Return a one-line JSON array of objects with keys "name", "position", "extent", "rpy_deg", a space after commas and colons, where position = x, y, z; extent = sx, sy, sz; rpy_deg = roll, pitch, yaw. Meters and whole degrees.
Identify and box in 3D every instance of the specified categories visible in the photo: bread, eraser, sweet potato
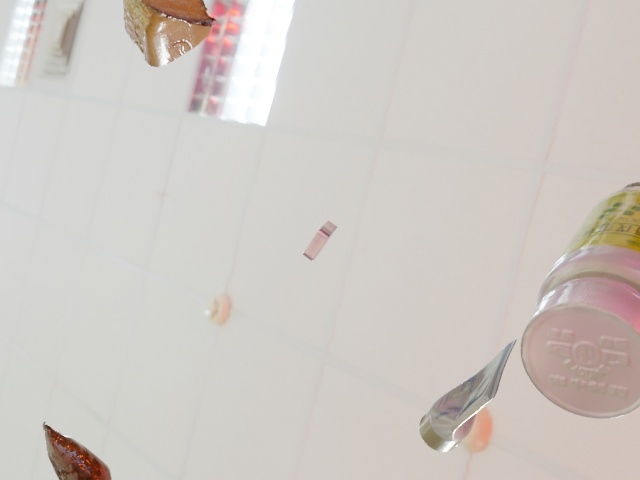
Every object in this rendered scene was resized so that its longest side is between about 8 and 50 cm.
[{"name": "bread", "position": [-0.286, -0.447, 1.875], "extent": [0.140, 0.160, 0.169], "rpy_deg": [53, -21, 16]}, {"name": "eraser", "position": [0.000, 0.000, 1.892], "extent": [0.065, 0.026, 0.105], "rpy_deg": [-54, 178, 15]}, {"name": "sweet potato", "position": [-0.388, 0.418, 1.682], "extent": [0.075, 0.269, 0.074], "rpy_deg": [-36, -159, 16]}]

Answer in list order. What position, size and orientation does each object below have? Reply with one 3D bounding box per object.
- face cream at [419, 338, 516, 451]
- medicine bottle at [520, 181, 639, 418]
[{"name": "face cream", "position": [0.221, 0.235, 1.453], "extent": [0.114, 0.070, 0.224], "rpy_deg": [-59, 178, -40]}, {"name": "medicine bottle", "position": [0.443, 0.082, 1.443], "extent": [0.214, 0.379, 0.213], "rpy_deg": [15, -56, 24]}]
